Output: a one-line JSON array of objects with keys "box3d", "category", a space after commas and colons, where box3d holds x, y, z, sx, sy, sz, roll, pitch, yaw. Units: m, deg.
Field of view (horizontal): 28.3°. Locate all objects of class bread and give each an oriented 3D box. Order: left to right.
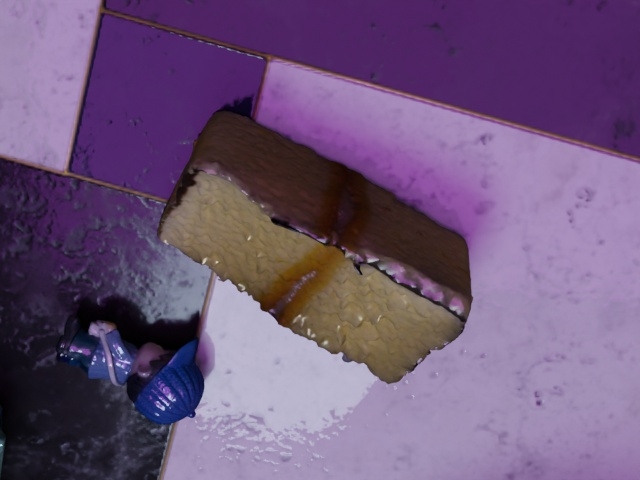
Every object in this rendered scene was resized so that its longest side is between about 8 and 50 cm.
[{"box3d": [0.000, 0.000, 1.075, 0.266, 0.178, 0.141, 28, 76, -8], "category": "bread"}]

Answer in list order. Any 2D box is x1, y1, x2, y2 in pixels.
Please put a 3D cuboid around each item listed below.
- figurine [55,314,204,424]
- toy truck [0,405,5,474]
[{"box3d": [-0.170, 0.117, 1.137, 0.136, 0.079, 0.077, 11, 149, -4], "category": "figurine"}, {"box3d": [-0.371, 0.277, 1.157, 0.155, 0.156, 0.278, 11, 109, 1], "category": "toy truck"}]
